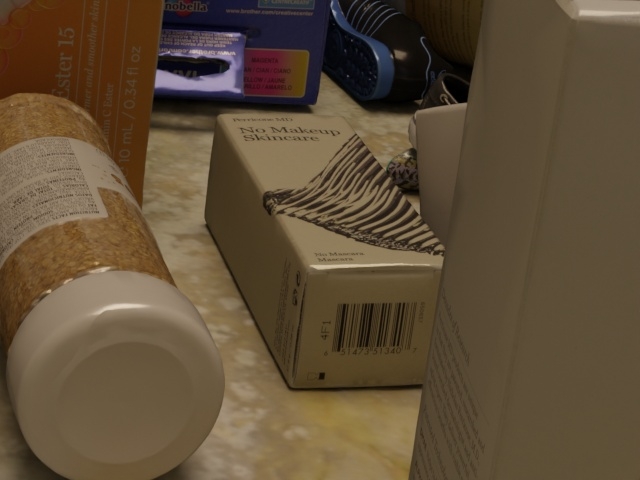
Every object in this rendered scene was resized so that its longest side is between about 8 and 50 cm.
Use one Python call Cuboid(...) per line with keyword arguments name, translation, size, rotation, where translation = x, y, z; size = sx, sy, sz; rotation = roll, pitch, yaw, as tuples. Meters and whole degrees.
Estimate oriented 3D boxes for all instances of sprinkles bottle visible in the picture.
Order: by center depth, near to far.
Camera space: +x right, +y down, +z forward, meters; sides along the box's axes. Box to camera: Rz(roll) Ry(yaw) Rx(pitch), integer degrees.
Cuboid(name="sprinkles bottle", translation=(-0.161, 0.018, 1.160), size=(0.121, 0.121, 0.355), rotation=(0, 25, -19))

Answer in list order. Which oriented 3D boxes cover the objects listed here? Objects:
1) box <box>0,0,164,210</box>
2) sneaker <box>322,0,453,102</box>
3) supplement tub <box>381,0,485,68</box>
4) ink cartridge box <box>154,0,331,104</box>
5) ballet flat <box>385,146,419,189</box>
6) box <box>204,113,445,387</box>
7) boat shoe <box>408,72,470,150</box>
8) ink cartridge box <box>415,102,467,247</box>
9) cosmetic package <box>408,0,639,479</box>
Cuboid(name="box", translation=(-0.307, -0.148, 1.372), size=(0.345, 0.215, 0.168), rotation=(0, 25, -16))
Cuboid(name="sneaker", translation=(0.051, -0.199, 1.790), size=(0.090, 0.081, 0.232), rotation=(1, 31, -24))
Cuboid(name="supplement tub", translation=(0.202, -0.276, 1.822), size=(0.316, 0.228, 0.228), rotation=(23, 27, 29))
Cuboid(name="ink cartridge box", translation=(-0.145, -0.246, 1.732), size=(0.270, 0.151, 0.395), rotation=(2, 23, -12))
Cuboid(name="ballet flat", translation=(0.111, -0.063, 1.534), size=(0.114, 0.041, 0.041), rotation=(-7, 28, -34))
Cuboid(name="box", translation=(0.000, 0.000, 1.289), size=(0.113, 0.094, 0.275), rotation=(-1, 26, -18))
Cuboid(name="boat shoe", translation=(0.181, -0.067, 1.481), size=(0.228, 0.076, 0.080), rotation=(33, 36, 18))
Cuboid(name="ink cartridge box", translation=(0.304, -0.030, 1.258), size=(0.395, 0.166, 0.285), rotation=(-5, 2, -28))
Cuboid(name="cosmetic package", translation=(0.171, 0.050, 0.867), size=(0.217, 0.385, 0.156), rotation=(4, 24, -10))
